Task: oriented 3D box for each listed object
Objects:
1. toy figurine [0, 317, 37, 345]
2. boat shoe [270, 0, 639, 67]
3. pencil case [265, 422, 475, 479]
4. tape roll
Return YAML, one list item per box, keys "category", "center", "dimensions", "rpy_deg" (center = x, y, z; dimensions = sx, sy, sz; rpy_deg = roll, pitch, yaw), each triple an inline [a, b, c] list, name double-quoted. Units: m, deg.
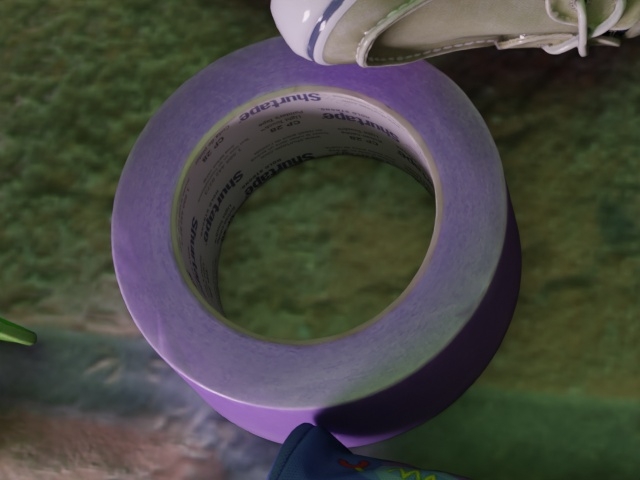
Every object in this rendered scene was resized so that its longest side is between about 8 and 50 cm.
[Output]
- category: "toy figurine"
  center: [-0.247, 0.087, 0.799]
  dimensions: [0.173, 0.130, 0.159]
  rpy_deg: [21, 85, 16]
- category: "boat shoe"
  center: [0.122, -0.136, 0.765]
  dimensions: [0.302, 0.109, 0.094]
  rpy_deg: [-23, 72, -23]
- category: "pencil case"
  center: [0.102, 0.175, 0.682]
  dimensions: [0.306, 0.133, 0.119]
  rpy_deg: [16, 107, 18]
- category: "tape roll"
  center: [0.000, 0.000, 0.795]
  dimensions: [0.189, 0.080, 0.189]
  rpy_deg: [-4, 70, 10]
